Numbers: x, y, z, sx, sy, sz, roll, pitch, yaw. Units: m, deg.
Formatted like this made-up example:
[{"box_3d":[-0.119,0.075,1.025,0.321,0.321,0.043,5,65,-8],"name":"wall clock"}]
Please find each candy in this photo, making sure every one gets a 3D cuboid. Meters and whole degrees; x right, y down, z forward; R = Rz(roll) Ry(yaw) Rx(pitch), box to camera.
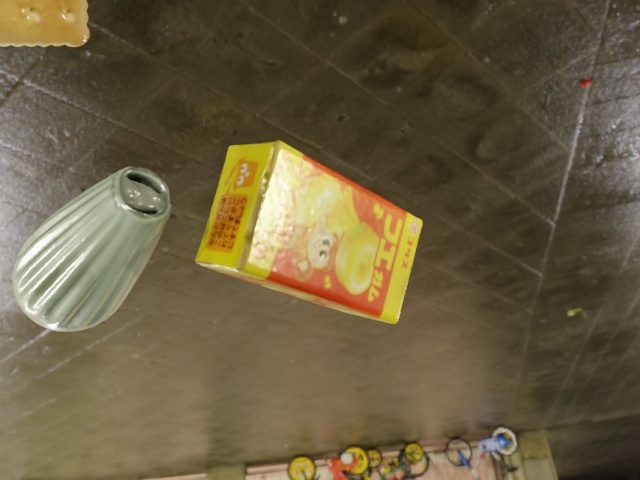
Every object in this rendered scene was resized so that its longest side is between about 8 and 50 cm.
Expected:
[{"box_3d":[0.000,0.000,0.749,0.088,0.146,0.276,5,168,45],"name":"candy"}]

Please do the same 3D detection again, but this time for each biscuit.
[{"box_3d":[-0.333,-0.339,0.696,0.160,0.030,0.250,-12,124,-37],"name":"biscuit"}]

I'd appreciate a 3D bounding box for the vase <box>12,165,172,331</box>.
[{"box_3d":[-0.246,0.009,0.698,0.128,0.128,0.248,15,143,-37],"name":"vase"}]
